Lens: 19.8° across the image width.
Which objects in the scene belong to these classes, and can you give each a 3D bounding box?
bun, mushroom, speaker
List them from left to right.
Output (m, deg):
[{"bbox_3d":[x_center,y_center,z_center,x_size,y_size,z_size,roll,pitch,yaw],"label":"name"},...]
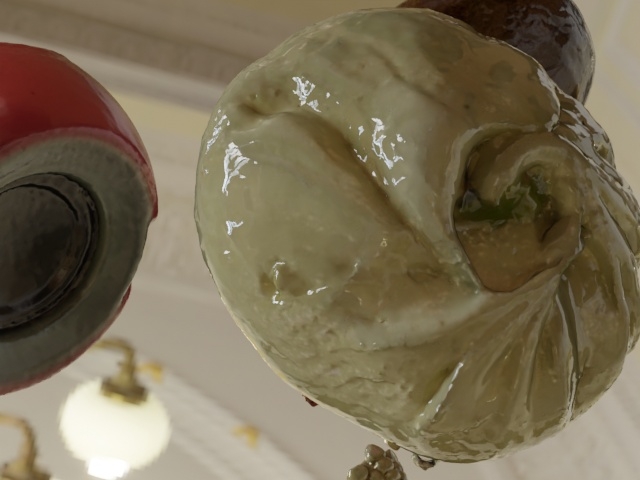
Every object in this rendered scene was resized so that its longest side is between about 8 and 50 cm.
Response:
[{"bbox_3d":[-0.281,-0.013,1.496,0.294,0.294,0.294,16,-159,-6],"label":"speaker"},{"bbox_3d":[0.072,-0.013,0.979,0.259,0.160,0.259,15,-117,-32],"label":"bun"},{"bbox_3d":[0.157,-0.150,1.710,0.231,0.194,0.138,7,-116,-25],"label":"mushroom"}]

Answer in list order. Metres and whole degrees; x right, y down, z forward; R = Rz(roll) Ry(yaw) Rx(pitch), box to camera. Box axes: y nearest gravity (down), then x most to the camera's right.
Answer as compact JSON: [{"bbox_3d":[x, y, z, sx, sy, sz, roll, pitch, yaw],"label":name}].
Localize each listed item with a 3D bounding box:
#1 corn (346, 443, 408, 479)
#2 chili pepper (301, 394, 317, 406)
[{"bbox_3d":[0.064,0.247,1.256,0.087,0.087,0.211,-9,-118,-50],"label":"corn"},{"bbox_3d":[0.004,0.002,1.836,0.131,0.134,0.338,-17,-136,1],"label":"chili pepper"}]
